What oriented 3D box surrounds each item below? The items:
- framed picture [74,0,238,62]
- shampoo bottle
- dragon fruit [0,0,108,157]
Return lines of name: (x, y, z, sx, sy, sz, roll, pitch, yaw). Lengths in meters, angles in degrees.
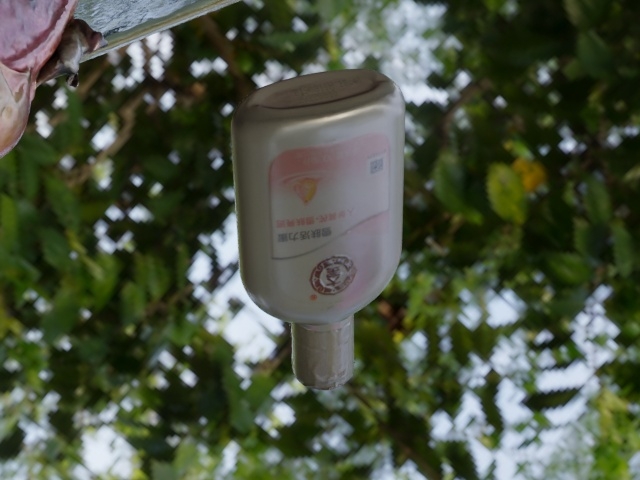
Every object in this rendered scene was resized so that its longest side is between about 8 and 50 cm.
framed picture: (-0.109, -0.163, 0.956, 0.208, 0.019, 0.281, -21, 178, 0)
shampoo bottle: (0.000, 0.000, 0.716, 0.080, 0.165, 0.040, -13, -141, -16)
dragon fruit: (-0.104, -0.073, 0.325, 0.068, 0.126, 0.112, -15, -150, 36)
